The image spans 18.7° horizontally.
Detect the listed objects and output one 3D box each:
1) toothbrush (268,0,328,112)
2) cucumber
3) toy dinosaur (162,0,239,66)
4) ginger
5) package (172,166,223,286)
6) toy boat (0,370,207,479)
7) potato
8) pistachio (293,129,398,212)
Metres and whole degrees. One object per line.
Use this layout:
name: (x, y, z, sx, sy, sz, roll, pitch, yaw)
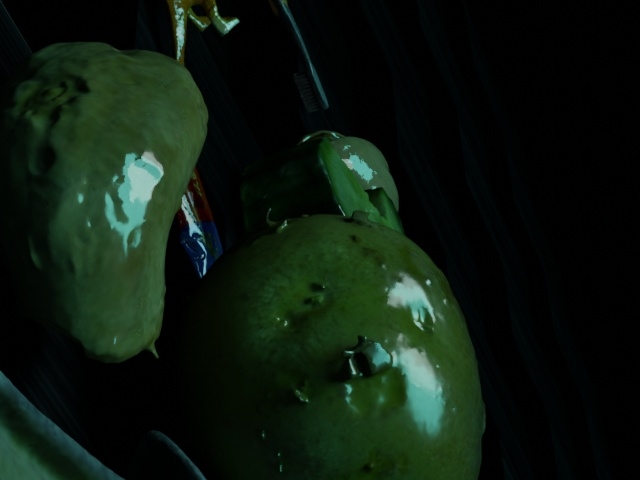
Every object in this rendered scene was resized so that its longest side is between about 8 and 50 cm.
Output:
toothbrush: (-0.060, -0.286, 2.187, 0.023, 0.031, 0.321, -82, 152, -64)
cucumber: (0.000, 0.006, 1.873, 0.191, 0.130, 0.191, 59, 15, -26)
toy dinosaur: (-0.134, -0.247, 1.775, 0.142, 0.057, 0.212, 54, 18, -22)
ginger: (-0.151, -0.040, 1.257, 0.152, 0.138, 0.267, 79, 15, -55)
package: (-0.113, -0.033, 1.650, 0.083, 0.022, 0.200, -3, 75, -77)
toy boat: (-0.115, 0.226, 1.146, 0.293, 0.111, 0.276, 25, 42, -60)
potato: (0.011, 0.158, 1.423, 0.269, 0.219, 0.359, -89, 176, -46)
pistachio: (0.022, -0.059, 2.095, 0.149, 0.113, 0.113, 42, 30, -38)
